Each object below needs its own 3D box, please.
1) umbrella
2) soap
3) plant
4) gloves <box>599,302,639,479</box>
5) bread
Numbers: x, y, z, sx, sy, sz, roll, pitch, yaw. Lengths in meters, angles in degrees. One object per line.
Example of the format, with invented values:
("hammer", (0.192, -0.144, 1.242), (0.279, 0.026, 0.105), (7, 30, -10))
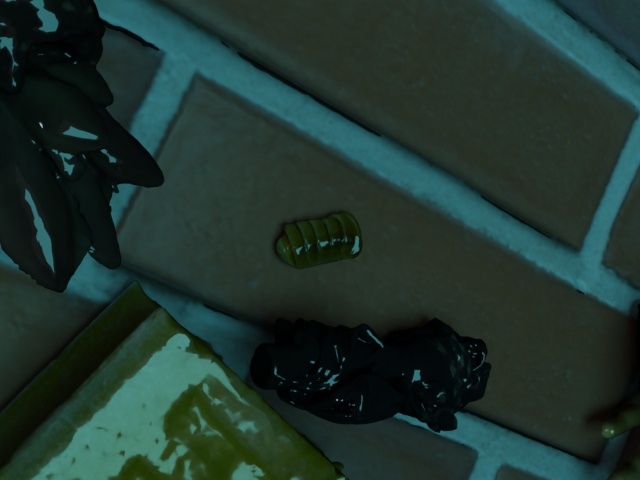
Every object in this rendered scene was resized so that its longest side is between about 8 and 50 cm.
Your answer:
("umbrella", (0.053, 0.125, 0.789), (0.273, 0.122, 0.110), (12, 136, -42))
("soap", (-0.158, 0.247, 0.707), (0.335, 0.156, 0.293), (-44, 114, -11))
("plant", (-0.238, -0.122, 0.590), (0.194, 0.182, 0.320), (-19, 108, -28))
("gloves", (0.432, 0.217, 0.969), (0.152, 0.197, 0.300), (21, 88, -17))
("bread", (0.000, 0.000, 0.809), (0.088, 0.034, 0.049), (-9, 96, -24))
